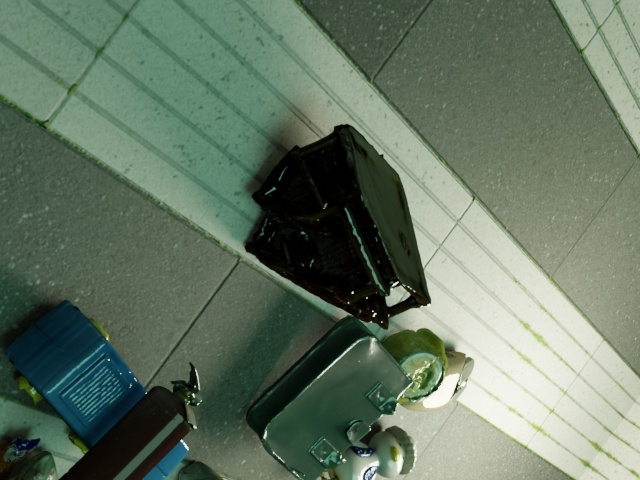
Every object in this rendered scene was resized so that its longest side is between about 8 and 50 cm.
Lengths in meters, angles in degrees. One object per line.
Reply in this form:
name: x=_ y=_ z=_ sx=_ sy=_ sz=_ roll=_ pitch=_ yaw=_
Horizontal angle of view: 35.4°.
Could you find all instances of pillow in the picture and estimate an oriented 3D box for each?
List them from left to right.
pillow: x=-0.495 y=0.463 z=1.721 sx=0.134 sy=0.078 sz=0.181 roll=-46 pitch=145 yaw=-45

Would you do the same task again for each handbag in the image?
handbag: x=0.024 y=0.339 z=2.098 sx=0.326 sy=0.089 sz=0.238 roll=-45 pitch=126 yaw=-6

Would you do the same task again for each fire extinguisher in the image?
fire extinguisher: x=-0.280 y=0.308 z=1.566 sx=0.269 sy=0.105 sz=0.105 roll=-44 pitch=139 yaw=-12

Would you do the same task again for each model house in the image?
model house: x=0.000 y=0.000 z=1.774 sx=0.282 sy=0.297 sz=0.317 roll=-16 pitch=153 yaw=23

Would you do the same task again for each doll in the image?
doll: x=0.116 y=0.513 z=2.340 sx=0.293 sy=0.138 sz=0.119 roll=-8 pitch=162 yaw=-38

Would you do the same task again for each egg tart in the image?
egg tart: x=0.207 y=0.294 z=2.256 sx=0.197 sy=0.078 sz=0.197 roll=-5 pitch=108 yaw=-15

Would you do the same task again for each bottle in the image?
bottle: x=-0.177 y=0.531 z=1.941 sx=0.083 sy=0.269 sz=0.083 roll=-25 pitch=131 yaw=-32

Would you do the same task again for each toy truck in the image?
toy truck: x=-0.362 y=0.274 z=1.665 sx=0.161 sy=0.162 sz=0.385 roll=-41 pitch=139 yaw=-18

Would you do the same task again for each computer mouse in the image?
computer mouse: x=0.278 y=0.338 z=2.403 sx=0.236 sy=0.082 sz=0.145 roll=1 pitch=115 yaw=-44

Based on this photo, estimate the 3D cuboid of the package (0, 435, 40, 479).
package: x=-0.522 y=0.359 z=1.669 sx=0.110 sy=0.033 sz=0.077 roll=-39 pitch=159 yaw=13
